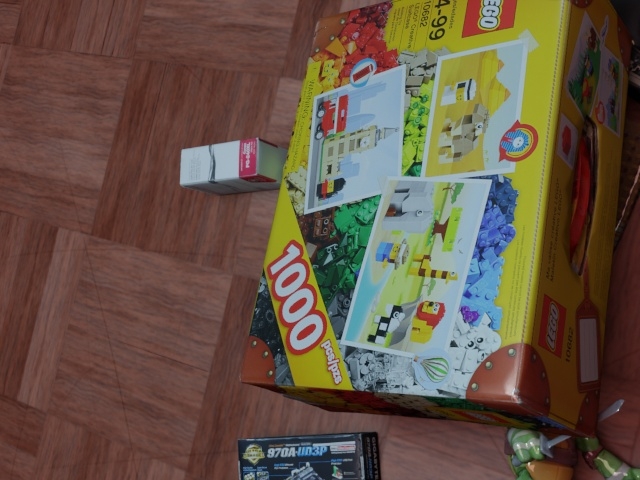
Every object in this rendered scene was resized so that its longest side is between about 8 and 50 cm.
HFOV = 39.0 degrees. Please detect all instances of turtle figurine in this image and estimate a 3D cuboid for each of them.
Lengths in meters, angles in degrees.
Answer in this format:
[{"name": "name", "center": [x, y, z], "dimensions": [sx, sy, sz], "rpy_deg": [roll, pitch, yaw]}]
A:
[{"name": "turtle figurine", "center": [0.303, 0.295, 1.078], "dimensions": [0.275, 0.198, 0.266], "rpy_deg": [12, 87, 35]}]

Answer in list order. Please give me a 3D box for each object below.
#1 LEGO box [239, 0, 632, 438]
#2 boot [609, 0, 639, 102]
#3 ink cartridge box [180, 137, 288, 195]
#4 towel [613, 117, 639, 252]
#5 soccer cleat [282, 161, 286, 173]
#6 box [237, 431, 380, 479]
[{"name": "LEGO box", "center": [0.144, -0.041, 1.089], "dimensions": [0.372, 0.193, 0.500], "rpy_deg": [-4, 67, 39]}, {"name": "boot", "center": [0.444, -0.264, 1.150], "dimensions": [0.236, 0.085, 0.178], "rpy_deg": [38, 99, 27]}, {"name": "ink cartridge box", "center": [-0.133, -0.115, 1.442], "dimensions": [0.150, 0.109, 0.063], "rpy_deg": [-4, 81, 29]}, {"name": "towel", "center": [0.250, -0.086, 1.261], "dimensions": [0.370, 0.040, 0.271], "rpy_deg": [24, 96, 29]}, {"name": "soccer cleat", "center": [-0.001, 0.000, 1.361], "dimensions": [0.121, 0.093, 0.289], "rpy_deg": [-42, 63, 28]}, {"name": "box", "center": [-0.018, 0.376, 1.335], "dimensions": [0.220, 0.051, 0.175], "rpy_deg": [-10, 77, 29]}]
